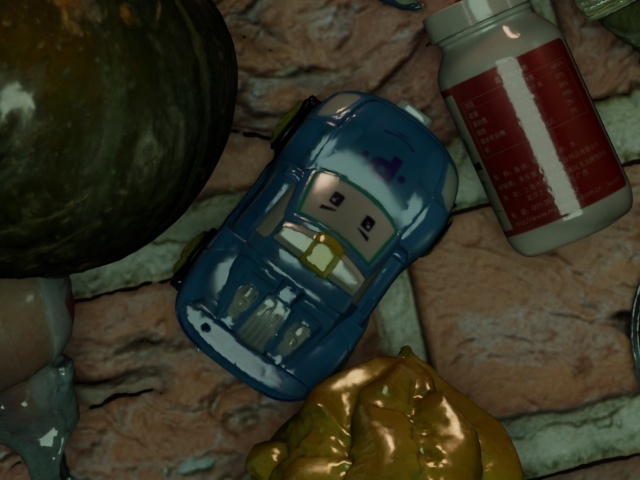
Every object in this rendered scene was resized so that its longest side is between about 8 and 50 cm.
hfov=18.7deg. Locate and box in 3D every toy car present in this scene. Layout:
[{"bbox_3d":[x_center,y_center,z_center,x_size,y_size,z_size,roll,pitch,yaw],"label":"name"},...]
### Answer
[{"bbox_3d":[0.000,0.000,1.851,0.198,0.166,0.314,38,91,-6],"label":"toy car"}]

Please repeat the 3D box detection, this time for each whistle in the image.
[{"bbox_3d":[-0.289,0.122,1.860,0.189,0.189,0.348,-24,106,0],"label":"whistle"}]

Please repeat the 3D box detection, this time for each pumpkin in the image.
[{"bbox_3d":[-0.294,-0.158,1.708,0.454,0.454,0.344,17,108,-1],"label":"pumpkin"}]

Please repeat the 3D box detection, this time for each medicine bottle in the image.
[{"bbox_3d":[0.195,-0.118,1.861,0.131,0.131,0.250,-25,92,0],"label":"medicine bottle"}]

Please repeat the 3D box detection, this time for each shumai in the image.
[{"bbox_3d":[0.324,-0.221,1.888,0.099,0.087,0.124,-7,51,26],"label":"shumai"}]

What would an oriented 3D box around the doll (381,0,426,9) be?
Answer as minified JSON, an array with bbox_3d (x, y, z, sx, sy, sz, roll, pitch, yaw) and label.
[{"bbox_3d":[0.047,-0.256,1.904,0.125,0.027,0.037,18,85,-1],"label":"doll"}]

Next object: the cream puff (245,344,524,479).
[{"bbox_3d":[0.027,0.254,1.813,0.291,0.324,0.257,2,56,-24],"label":"cream puff"}]

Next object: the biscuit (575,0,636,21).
[{"bbox_3d":[0.269,-0.348,1.854,0.150,0.052,0.252,-24,72,10],"label":"biscuit"}]

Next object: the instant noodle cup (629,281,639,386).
[{"bbox_3d":[0.435,0.091,1.846,0.258,0.181,0.302,25,92,0],"label":"instant noodle cup"}]
